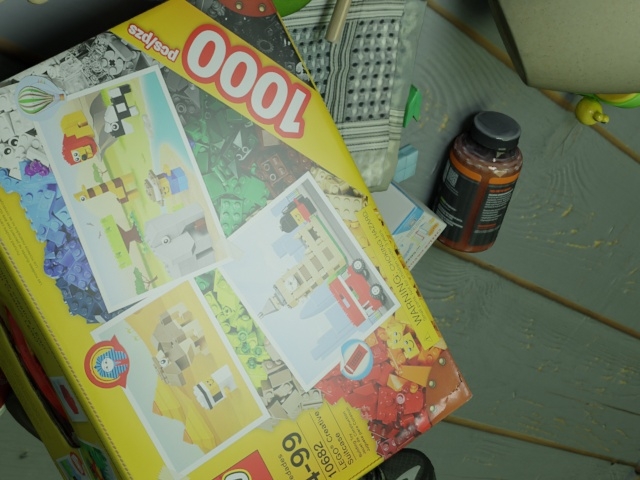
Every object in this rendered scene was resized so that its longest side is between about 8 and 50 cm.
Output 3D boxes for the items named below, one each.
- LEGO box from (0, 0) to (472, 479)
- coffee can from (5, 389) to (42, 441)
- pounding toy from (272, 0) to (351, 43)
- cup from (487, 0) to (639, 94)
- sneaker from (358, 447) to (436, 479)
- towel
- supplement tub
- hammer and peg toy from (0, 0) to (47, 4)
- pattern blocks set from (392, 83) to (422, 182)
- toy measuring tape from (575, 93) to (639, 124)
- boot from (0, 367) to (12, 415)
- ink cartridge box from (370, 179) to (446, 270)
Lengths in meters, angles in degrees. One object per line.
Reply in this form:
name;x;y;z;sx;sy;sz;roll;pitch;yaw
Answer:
LEGO box;-0.136;0.035;1.596;0.372;0.500;0.193;-32;-171;-27
coffee can;-0.196;0.112;1.790;0.275;0.202;0.201;-62;155;-23
pounding toy;-0.001;-0.310;1.683;0.237;0.110;0.183;15;93;-48
cup;0.338;-0.317;2.019;0.237;0.331;0.331;-22;148;4
sneaker;0.039;0.404;2.518;0.483;0.185;0.202;-7;134;-49
towel;0.006;-0.189;1.860;0.324;0.056;0.312;-11;114;-47
supplement tub;0.227;-0.085;2.286;0.106;0.106;0.198;-21;140;-39
hammer and peg toy;-0.312;-0.287;1.356;0.361;0.127;0.266;-34;146;-23
pattern blocks set;0.011;-0.085;2.091;0.325;0.026;0.285;-35;147;-22
toy measuring tape;0.483;-0.305;2.360;0.121;0.121;0.330;6;120;-54
boot;-0.364;0.111;1.713;0.244;0.088;0.176;-62;174;9
ink cartridge box;0.097;-0.023;2.160;0.092;0.090;0.143;-51;155;7
